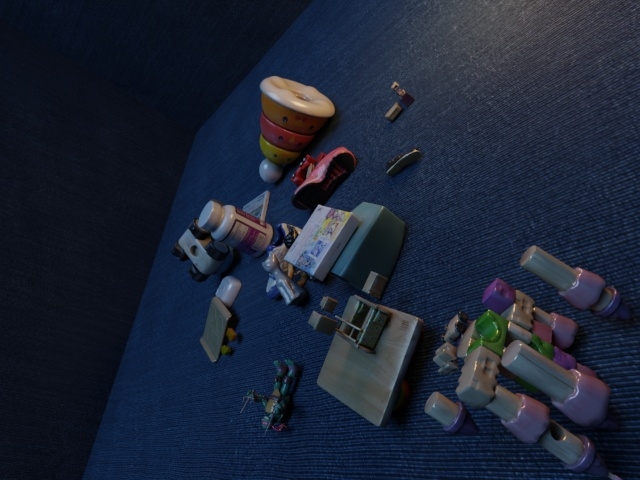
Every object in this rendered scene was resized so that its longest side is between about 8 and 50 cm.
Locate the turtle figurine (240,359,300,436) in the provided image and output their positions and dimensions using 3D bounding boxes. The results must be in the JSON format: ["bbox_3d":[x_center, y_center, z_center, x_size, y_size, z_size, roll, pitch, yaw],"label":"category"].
[{"bbox_3d":[-0.147,0.491,1.290,0.175,0.118,0.234,-6,45,37],"label":"turtle figurine"}]

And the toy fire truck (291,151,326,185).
[{"bbox_3d":[-0.046,-0.306,1.803,0.192,0.047,0.135,-53,34,15],"label":"toy fire truck"}]

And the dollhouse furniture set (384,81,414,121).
[{"bbox_3d":[0.260,-0.499,1.495,0.114,0.091,0.081,-49,19,25],"label":"dollhouse furniture set"}]

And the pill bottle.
[{"bbox_3d":[-0.376,-0.054,1.841,0.169,0.301,0.169,-34,41,37],"label":"pill bottle"}]

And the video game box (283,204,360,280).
[{"bbox_3d":[0.000,0.000,1.209,0.205,0.048,0.187,-57,30,-7],"label":"video game box"}]

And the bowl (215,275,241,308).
[{"bbox_3d":[-0.438,0.236,1.949,0.142,0.053,0.142,25,89,56],"label":"bowl"}]

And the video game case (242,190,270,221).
[{"bbox_3d":[-0.343,-0.124,2.109,0.227,0.026,0.207,-25,47,43],"label":"video game case"}]

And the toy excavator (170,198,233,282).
[{"bbox_3d":[-0.566,-0.026,2.197,0.433,0.445,0.222,49,112,12],"label":"toy excavator"}]

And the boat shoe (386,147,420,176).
[{"bbox_3d":[0.260,-0.257,1.331,0.133,0.048,0.042,-35,49,43],"label":"boat shoe"}]

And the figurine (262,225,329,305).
[{"bbox_3d":[-0.101,0.092,1.457,0.215,0.092,0.209,-46,69,24],"label":"figurine"}]

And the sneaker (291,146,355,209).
[{"bbox_3d":[0.010,-0.244,1.646,0.314,0.116,0.136,-42,27,18],"label":"sneaker"}]

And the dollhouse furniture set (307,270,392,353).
[{"bbox_3d":[0.087,0.154,0.996,0.101,0.160,0.182,20,84,57],"label":"dollhouse furniture set"}]

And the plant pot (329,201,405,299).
[{"bbox_3d":[0.131,0.018,1.217,0.234,0.165,0.165,-59,32,-5],"label":"plant pot"}]

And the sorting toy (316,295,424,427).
[{"bbox_3d":[0.137,0.297,1.055,0.257,0.089,0.256,10,75,56],"label":"sorting toy"}]

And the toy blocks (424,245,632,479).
[{"bbox_3d":[0.370,0.228,0.699,0.289,0.260,0.309,-53,-7,-43],"label":"toy blocks"}]

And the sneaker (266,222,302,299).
[{"bbox_3d":[-0.168,0.075,1.615,0.111,0.131,0.297,3,71,53],"label":"sneaker"}]

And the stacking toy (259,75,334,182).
[{"bbox_3d":[-0.166,-0.478,1.949,0.351,0.350,0.480,-111,37,-50],"label":"stacking toy"}]

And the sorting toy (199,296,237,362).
[{"bbox_3d":[-0.440,0.408,1.821,0.307,0.041,0.229,31,104,53],"label":"sorting toy"}]

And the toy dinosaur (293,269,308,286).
[{"bbox_3d":[-0.036,0.084,1.506,0.112,0.064,0.212,46,112,27],"label":"toy dinosaur"}]
